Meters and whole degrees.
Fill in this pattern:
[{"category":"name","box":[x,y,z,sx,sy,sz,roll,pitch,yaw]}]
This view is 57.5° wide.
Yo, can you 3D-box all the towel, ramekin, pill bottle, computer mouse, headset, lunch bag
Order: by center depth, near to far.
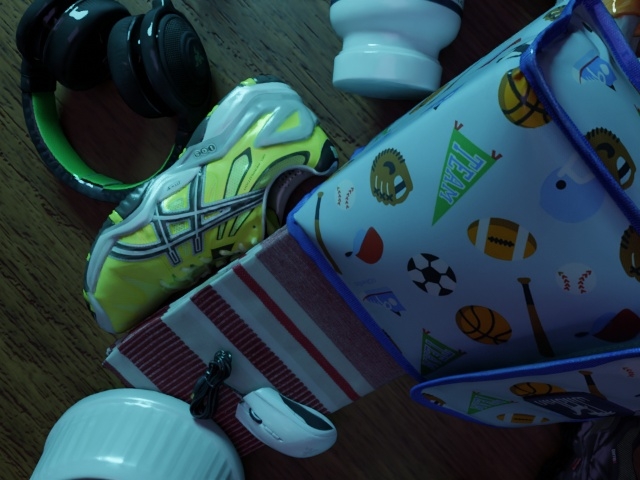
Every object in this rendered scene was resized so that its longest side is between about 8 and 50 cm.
[{"category":"lunch bag","box":[0.208,0.028,0.576,0.385,0.239,0.328,52,139,-9]},{"category":"pill bottle","box":[0.091,-0.303,0.667,0.153,0.153,0.265,8,95,7]},{"category":"computer mouse","box":[-0.066,0.216,0.715,0.193,0.042,0.106,30,116,-9]},{"category":"towel","box":[-0.082,0.145,0.725,0.329,0.037,0.237,-33,108,21]},{"category":"ramekin","box":[-0.239,0.333,0.733,0.273,0.127,0.273,2,111,5]},{"category":"headset","box":[-0.238,-0.246,0.746,0.243,0.185,0.394,20,111,9]}]

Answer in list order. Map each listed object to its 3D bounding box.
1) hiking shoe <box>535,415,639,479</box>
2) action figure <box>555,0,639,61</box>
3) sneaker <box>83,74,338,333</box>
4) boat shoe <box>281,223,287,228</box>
[{"category":"hiking shoe","box":[0.334,0.306,0.711,0.114,0.086,0.227,23,96,9]},{"category":"action figure","box":[0.253,-0.309,0.604,0.178,0.341,0.330,-27,84,42]},{"category":"sneaker","box":[-0.139,-0.019,0.714,0.147,0.145,0.385,44,99,13]},{"category":"boat shoe","box":[0.000,0.000,0.746,0.178,0.060,0.064,-11,93,8]}]
